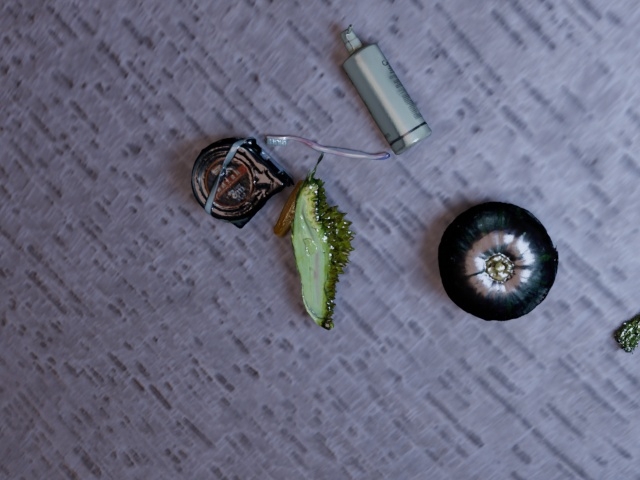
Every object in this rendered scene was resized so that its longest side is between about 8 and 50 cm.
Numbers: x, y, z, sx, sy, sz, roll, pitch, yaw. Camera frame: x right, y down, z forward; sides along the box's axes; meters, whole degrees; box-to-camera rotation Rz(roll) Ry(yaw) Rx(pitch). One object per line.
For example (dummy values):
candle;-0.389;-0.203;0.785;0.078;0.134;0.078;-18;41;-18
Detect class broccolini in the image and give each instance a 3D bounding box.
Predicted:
broccolini;0.656;0.117;1.392;0.054;0.051;0.239;25;107;-37

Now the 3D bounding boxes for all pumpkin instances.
pumpkin;0.338;0.039;1.398;0.233;0.163;0.233;3;103;13

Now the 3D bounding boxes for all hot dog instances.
hot dog;-0.058;-0.065;1.557;0.044;0.028;0.137;39;109;32

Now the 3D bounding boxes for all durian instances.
durian;0.001;0.001;1.513;0.132;0.106;0.375;-1;103;18

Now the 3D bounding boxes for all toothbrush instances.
toothbrush;0.013;-0.194;1.512;0.269;0.021;0.027;11;117;14

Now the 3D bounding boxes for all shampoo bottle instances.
shampoo bottle;0.117;-0.299;1.425;0.085;0.085;0.262;-31;93;20

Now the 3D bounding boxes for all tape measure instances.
tape measure;-0.179;-0.131;1.537;0.182;0.107;0.181;-38;93;20
